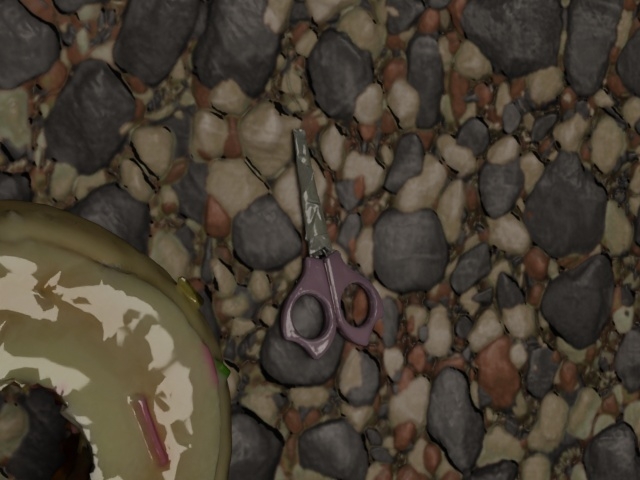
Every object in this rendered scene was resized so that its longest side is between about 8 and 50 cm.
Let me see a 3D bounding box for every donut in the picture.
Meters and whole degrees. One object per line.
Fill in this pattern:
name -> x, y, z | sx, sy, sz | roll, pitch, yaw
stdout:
donut -> -0.234, 0.128, 0.947 | 0.371, 0.150, 0.307 | 33, 71, -23

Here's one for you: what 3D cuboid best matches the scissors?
scissors -> 0.000, 0.000, 1.158 | 0.110, 0.021, 0.212 | -11, 92, -31
